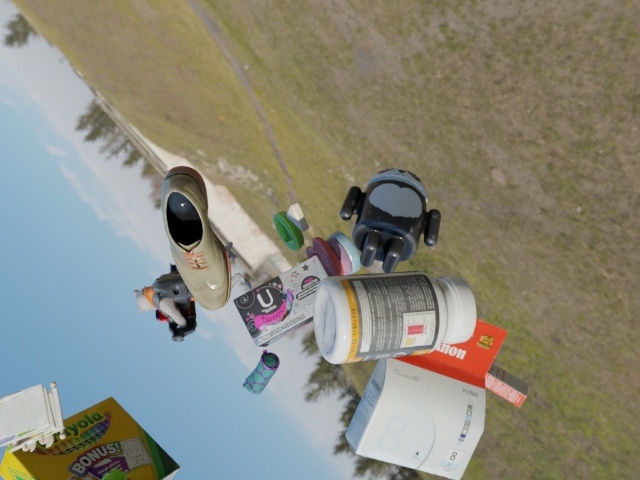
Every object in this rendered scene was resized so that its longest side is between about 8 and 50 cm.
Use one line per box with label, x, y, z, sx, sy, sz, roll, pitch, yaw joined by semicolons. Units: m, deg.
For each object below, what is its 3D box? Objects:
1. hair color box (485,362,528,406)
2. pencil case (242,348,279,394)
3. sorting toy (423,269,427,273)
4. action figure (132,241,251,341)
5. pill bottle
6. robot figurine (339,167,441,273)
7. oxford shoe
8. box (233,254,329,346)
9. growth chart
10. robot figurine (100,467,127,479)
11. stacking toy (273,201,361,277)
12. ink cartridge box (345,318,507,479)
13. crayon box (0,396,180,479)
hair color box;0.608;0.476;2.132;0.167;0.053;0.093;32;-156;12
pencil case;-0.176;0.395;1.893;0.064;0.152;0.070;-6;-128;-39
sorting toy;0.297;0.125;1.793;0.012;0.083;0.062;7;172;41
action figure;-0.397;0.114;1.889;0.341;0.330;0.178;-123;14;-50
pill bottle;0.138;0.139;1.192;0.162;0.278;0.162;178;90;-72
robot figurine;0.178;-0.057;1.614;0.173;0.278;0.209;-20;130;43
oxford shoe;-0.280;0.021;1.382;0.130;0.123;0.348;-95;-9;-64
box;-0.083;0.162;1.677;0.142;0.247;0.163;60;177;10
growth chart;-0.766;0.459;1.636;0.021;0.237;0.172;48;-150;-70
robot figurine;-0.516;0.613;1.537;0.067;0.115;0.101;25;132;9
stacking toy;0.000;0.000;1.892;0.279;0.130;0.309;59;159;-1
ink cartridge box;0.275;0.359;1.520;0.308;0.385;0.091;22;-173;-21
crayon box;-0.630;0.632;1.764;0.313;0.106;0.363;39;-155;17
